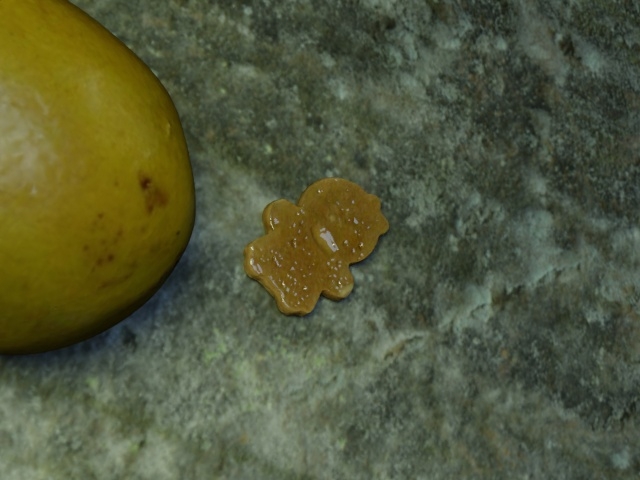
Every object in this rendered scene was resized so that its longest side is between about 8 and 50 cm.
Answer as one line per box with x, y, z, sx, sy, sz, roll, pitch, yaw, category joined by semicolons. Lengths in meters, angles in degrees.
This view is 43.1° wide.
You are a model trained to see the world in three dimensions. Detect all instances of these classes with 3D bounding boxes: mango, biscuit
-0.300;-0.079;0.631;0.445;0.232;0.300;24;78;-35;mango
-0.006;-0.001;0.903;0.133;0.027;0.184;38;62;-12;biscuit
